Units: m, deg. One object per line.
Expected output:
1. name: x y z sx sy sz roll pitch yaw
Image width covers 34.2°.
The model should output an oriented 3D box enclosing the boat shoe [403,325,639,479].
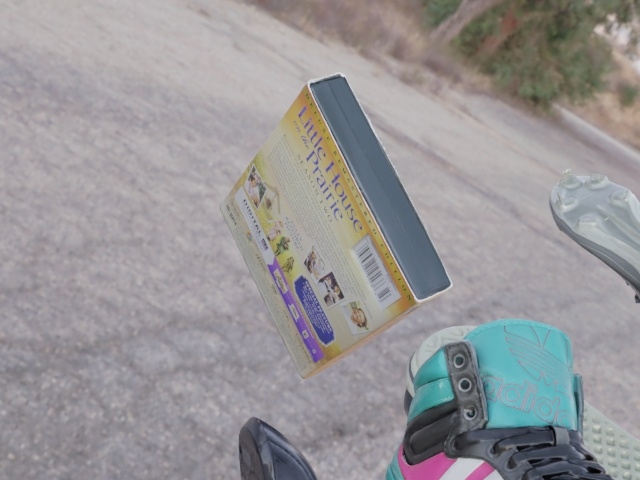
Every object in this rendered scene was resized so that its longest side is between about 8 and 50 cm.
1. boat shoe: 0.253 0.285 1.004 0.187 0.155 0.500 -17 43 -31

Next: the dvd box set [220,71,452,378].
1. dvd box set: 0.000 0.000 1.427 0.062 0.420 0.307 -22 79 -27

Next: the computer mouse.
1. computer mouse: -0.035 0.277 0.931 0.060 0.261 0.184 -7 2 -18

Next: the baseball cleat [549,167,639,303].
1. baseball cleat: 0.260 0.023 0.861 0.206 0.072 0.109 53 -14 54

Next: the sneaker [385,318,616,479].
1. sneaker: 0.142 0.138 0.655 0.124 0.178 0.296 20 -17 -28
